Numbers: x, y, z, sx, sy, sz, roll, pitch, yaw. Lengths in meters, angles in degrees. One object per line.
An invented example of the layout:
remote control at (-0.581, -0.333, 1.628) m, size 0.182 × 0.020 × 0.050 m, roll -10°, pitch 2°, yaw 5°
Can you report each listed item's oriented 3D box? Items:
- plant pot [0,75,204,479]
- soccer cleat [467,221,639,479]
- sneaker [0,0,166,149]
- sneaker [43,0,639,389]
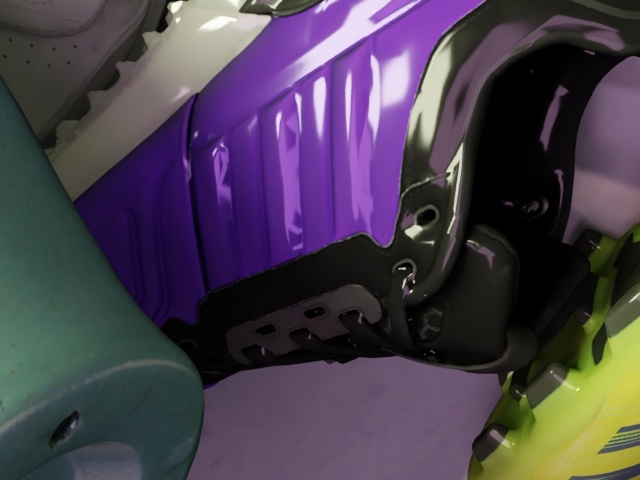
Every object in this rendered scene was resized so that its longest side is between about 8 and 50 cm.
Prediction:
plant pot at (-0.178, 0.025, 0.519) m, size 0.255 × 0.271 × 0.271 m, roll 38°, pitch 113°, yaw 17°
soccer cleat at (0.166, 0.012, 0.608) m, size 0.121 × 0.093 × 0.289 m, roll 41°, pitch 114°, yaw -13°
sneaker at (-0.091, -0.144, 0.583) m, size 0.114 × 0.152 × 0.305 m, roll 23°, pitch 112°, yaw 4°
sneaker at (0.000, 0.000, 0.611) m, size 0.146 × 0.102 × 0.293 m, roll 48°, pitch 113°, yaw 18°
